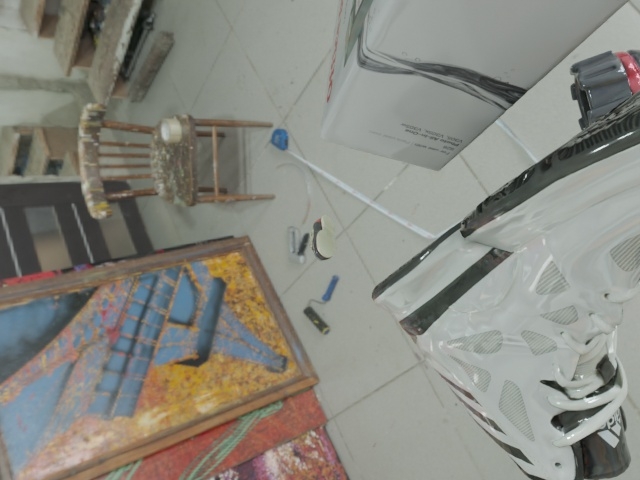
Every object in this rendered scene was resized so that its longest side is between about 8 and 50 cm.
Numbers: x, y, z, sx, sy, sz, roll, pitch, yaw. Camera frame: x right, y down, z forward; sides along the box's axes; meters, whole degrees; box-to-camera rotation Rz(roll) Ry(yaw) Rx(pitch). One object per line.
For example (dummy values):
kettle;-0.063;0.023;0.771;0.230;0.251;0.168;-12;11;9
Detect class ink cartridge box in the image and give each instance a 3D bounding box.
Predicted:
ink cartridge box;0.100;-0.206;0.356;0.289;0.121;0.211;130;150;-67

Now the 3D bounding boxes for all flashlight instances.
flashlight;0.446;-0.200;0.579;0.304;0.103;0.103;-17;86;21

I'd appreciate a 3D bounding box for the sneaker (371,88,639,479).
sneaker;0.229;0.060;0.438;0.257;0.169;0.447;54;154;9

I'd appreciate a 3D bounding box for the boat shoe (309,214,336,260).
boat shoe;0.000;0.000;0.975;0.043;0.049;0.137;-38;22;21
